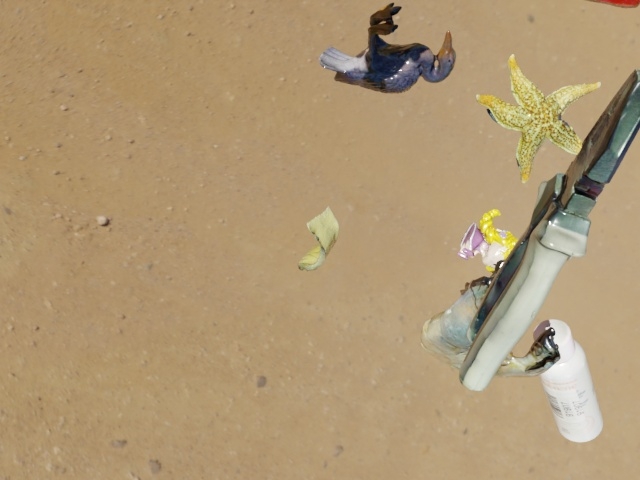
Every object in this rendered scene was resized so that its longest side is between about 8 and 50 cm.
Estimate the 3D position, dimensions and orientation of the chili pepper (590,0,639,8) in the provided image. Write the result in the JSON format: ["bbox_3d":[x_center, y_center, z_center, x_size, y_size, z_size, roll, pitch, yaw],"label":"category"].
[{"bbox_3d":[0.587,-0.577,1.439,0.252,0.144,0.136,4,128,3],"label":"chili pepper"}]

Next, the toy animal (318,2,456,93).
[{"bbox_3d":[0.147,-0.409,1.467,0.185,0.298,0.122,57,29,-44],"label":"toy animal"}]

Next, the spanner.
[{"bbox_3d":[0.189,0.005,0.560,0.096,0.040,0.325,-66,175,-50],"label":"spanner"}]

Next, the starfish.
[{"bbox_3d":[0.351,-0.196,1.021,0.176,0.053,0.208,-37,101,7],"label":"starfish"}]

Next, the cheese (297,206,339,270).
[{"bbox_3d":[0.001,0.000,0.920,0.060,0.041,0.084,-45,154,-54],"label":"cheese"}]

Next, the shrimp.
[{"bbox_3d":[0.251,0.138,0.922,0.178,0.289,0.075,29,52,-1],"label":"shrimp"}]

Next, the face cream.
[{"bbox_3d":[0.404,0.230,1.084,0.082,0.082,0.269,-46,129,-19],"label":"face cream"}]

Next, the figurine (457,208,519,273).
[{"bbox_3d":[0.357,0.013,1.276,0.156,0.095,0.115,29,84,1],"label":"figurine"}]
